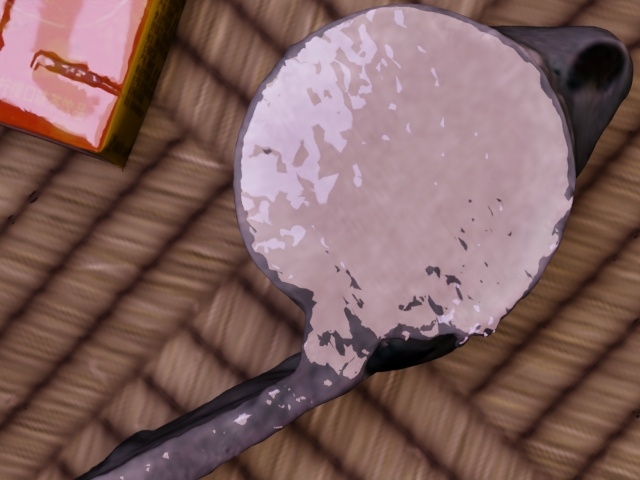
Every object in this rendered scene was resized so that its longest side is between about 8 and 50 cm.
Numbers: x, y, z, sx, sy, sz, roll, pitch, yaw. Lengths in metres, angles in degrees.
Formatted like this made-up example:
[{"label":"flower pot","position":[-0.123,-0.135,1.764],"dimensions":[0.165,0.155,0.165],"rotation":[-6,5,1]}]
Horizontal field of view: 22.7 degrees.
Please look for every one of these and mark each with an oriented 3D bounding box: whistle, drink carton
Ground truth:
[{"label":"whistle","position":[0.017,0.027,0.944],"dimensions":[0.188,0.168,0.405],"rotation":[28,94,2]},{"label":"drink carton","position":[-0.134,-0.234,0.977],"dimensions":[0.154,0.111,0.351],"rotation":[19,88,0]}]
